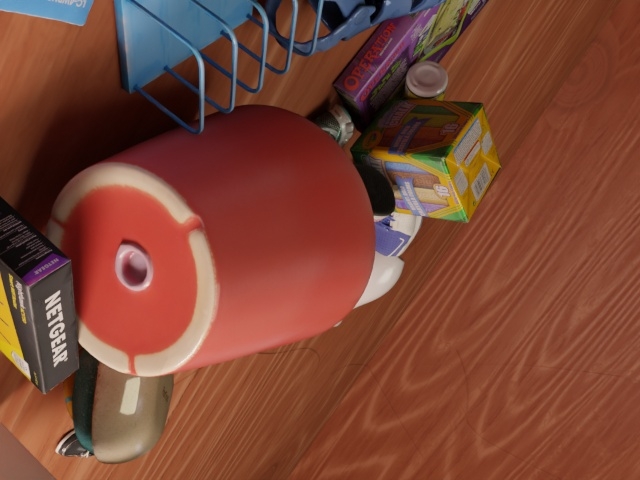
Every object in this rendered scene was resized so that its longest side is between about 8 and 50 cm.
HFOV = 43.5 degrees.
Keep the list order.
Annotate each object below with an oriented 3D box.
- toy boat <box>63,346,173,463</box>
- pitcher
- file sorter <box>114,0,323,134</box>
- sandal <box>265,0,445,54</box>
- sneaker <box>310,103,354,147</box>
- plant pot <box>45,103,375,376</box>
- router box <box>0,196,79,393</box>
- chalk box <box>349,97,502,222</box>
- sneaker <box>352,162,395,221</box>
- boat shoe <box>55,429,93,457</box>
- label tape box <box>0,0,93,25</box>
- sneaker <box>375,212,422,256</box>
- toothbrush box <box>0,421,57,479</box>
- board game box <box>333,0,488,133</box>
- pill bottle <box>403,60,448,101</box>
[{"bbox_3d":[-0.285,0.246,1.017,0.267,0.148,0.318,102,-2,-62],"label":"toy boat"},{"bbox_3d":[0.084,0.083,1.799,0.207,0.125,0.178,-44,-175,10],"label":"pitcher"},{"bbox_3d":[-0.090,-0.197,0.751,0.170,0.104,0.118,-42,161,-30],"label":"file sorter"},{"bbox_3d":[0.042,-0.288,0.908,0.317,0.126,0.138,-19,148,-47],"label":"sandal"},{"bbox_3d":[-0.005,-0.133,1.212,0.076,0.065,0.166,-24,149,-25],"label":"sneaker"},{"bbox_3d":[-0.114,0.005,0.798,0.275,0.275,0.243,-59,163,24],"label":"plant pot"},{"bbox_3d":[-0.275,0.040,0.707,0.046,0.133,0.179,-40,159,-35],"label":"router box"},{"bbox_3d":[0.142,-0.127,1.222,0.132,0.213,0.132,-54,136,-29],"label":"chalk box"},{"bbox_3d":[-0.053,-0.053,1.137,0.296,0.123,0.178,12,147,-42],"label":"sneaker"},{"bbox_3d":[-0.355,0.312,1.226,0.046,0.038,0.125,-52,163,2],"label":"boat shoe"},{"bbox_3d":[-0.126,-0.275,0.483,0.347,0.115,0.249,-59,162,19],"label":"label tape box"},{"bbox_3d":[0.126,-0.108,1.504,0.182,0.127,0.315,-26,143,-48],"label":"sneaker"},{"bbox_3d":[-0.356,0.329,0.813,0.216,0.295,0.126,-38,159,-35],"label":"toothbrush box"},{"bbox_3d":[0.161,-0.327,1.246,0.346,0.056,0.208,-51,167,-2],"label":"board game box"},{"bbox_3d":[0.163,-0.225,1.271,0.065,0.065,0.116,-46,163,-17],"label":"pill bottle"}]
